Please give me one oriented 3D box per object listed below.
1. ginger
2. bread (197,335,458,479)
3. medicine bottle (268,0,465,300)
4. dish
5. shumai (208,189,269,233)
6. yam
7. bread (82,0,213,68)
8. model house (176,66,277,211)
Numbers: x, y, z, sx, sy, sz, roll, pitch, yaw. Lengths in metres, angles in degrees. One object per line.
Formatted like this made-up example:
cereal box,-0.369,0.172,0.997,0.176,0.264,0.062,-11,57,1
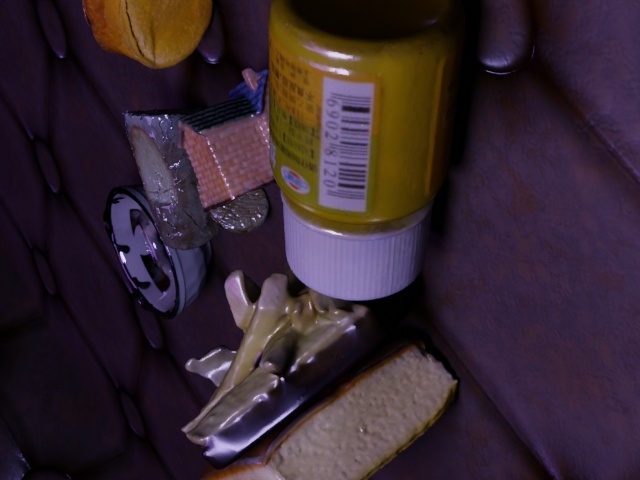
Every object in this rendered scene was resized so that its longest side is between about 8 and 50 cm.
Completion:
ginger,-0.063,0.118,1.665,0.211,0.413,0.358,50,164,1
bread,0.002,0.290,1.720,0.143,0.324,0.333,54,151,2
medicine bottle,0.049,-0.126,1.413,0.224,0.224,0.384,42,145,38
dish,-0.297,0.007,2.245,0.303,0.120,0.303,41,144,39
shumai,-0.144,-0.059,1.967,0.123,0.099,0.087,61,169,13
yam,-0.246,-0.127,2.022,0.154,0.154,0.254,24,135,52
bread,-0.266,-0.393,1.789,0.143,0.195,0.269,34,143,31
model house,-0.113,-0.157,1.717,0.166,0.183,0.172,-9,106,61
